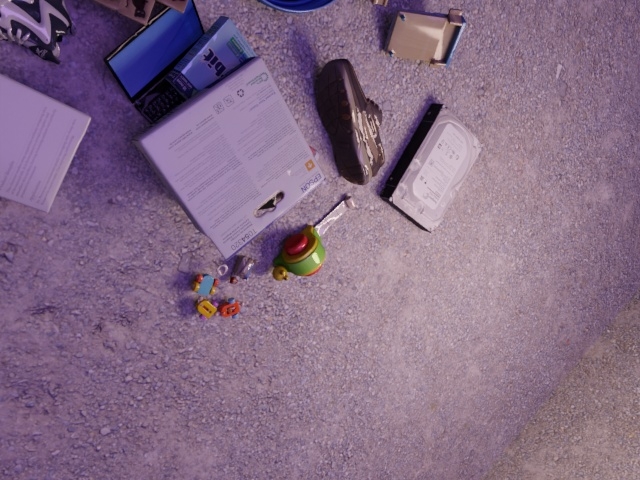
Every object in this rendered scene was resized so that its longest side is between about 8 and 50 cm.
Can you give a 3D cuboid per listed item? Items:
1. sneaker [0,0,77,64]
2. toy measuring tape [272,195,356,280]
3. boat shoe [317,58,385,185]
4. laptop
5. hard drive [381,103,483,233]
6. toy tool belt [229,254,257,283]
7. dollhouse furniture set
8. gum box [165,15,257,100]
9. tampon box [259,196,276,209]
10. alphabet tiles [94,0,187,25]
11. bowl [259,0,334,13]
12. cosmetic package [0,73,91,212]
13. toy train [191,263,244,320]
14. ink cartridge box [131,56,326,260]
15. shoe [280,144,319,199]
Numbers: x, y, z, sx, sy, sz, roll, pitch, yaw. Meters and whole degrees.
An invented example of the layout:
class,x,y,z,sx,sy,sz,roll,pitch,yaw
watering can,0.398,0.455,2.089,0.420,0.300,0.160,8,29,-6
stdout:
class,x,y,z,sx,sy,sz,roll,pitch,yaw
sneaker,-0.570,-0.385,1.020,0.235,0.094,0.153,-45,118,-29
toy measuring tape,0.000,0.000,1.506,0.330,0.121,0.121,-42,123,-16
boat shoe,0.091,-0.325,1.471,0.130,0.132,0.355,-38,131,-29
laptop,-0.291,-0.350,1.188,0.234,0.136,0.264,-46,112,-12
hard drive,0.352,-0.220,1.698,0.237,0.064,0.339,33,86,-35
toy tool belt,-0.201,0.083,1.440,0.051,0.052,0.083,23,92,-27
dollhouse furniture set,0.237,-0.648,1.489,0.286,0.198,0.303,1,137,-12
gum box,-0.224,-0.368,1.200,0.184,0.041,0.157,-52,139,-8
tampon box,-0.206,-0.128,1.326,0.161,0.120,0.101,-10,108,-30
alphabet tiles,-0.368,-0.610,1.056,0.285,0.011,0.343,20,81,-23
bowl,-0.073,-0.731,1.251,0.391,0.077,0.391,-10,110,-30
cosmetic package,-0.655,-0.224,0.986,0.385,0.156,0.217,26,89,-35
toy train,-0.273,0.140,1.416,0.125,0.046,0.166,-26,120,-26
ink cartridge box,-0.187,-0.180,1.214,0.324,0.071,0.330,-41,122,-19
shoe,-0.076,-0.180,1.434,0.081,0.063,0.178,32,81,-34
